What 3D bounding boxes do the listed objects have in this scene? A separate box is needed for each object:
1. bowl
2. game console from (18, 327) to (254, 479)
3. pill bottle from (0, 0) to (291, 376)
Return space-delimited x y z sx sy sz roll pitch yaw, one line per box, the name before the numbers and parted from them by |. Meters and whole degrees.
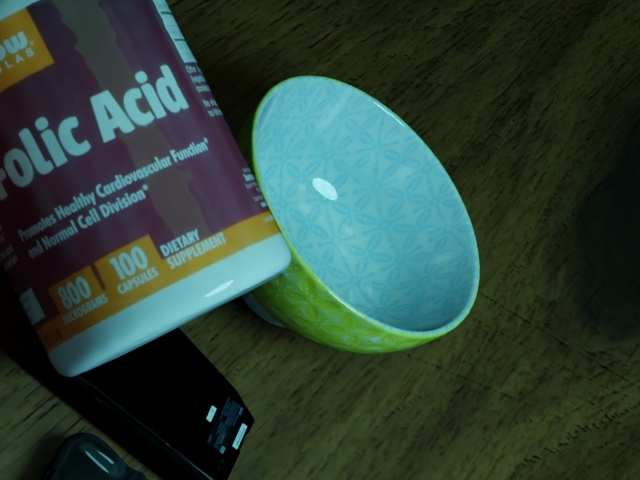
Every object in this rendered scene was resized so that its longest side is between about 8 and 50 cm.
bowl | 0.000 0.000 1.899 0.289 0.156 0.289 27 44 -29
game console | -0.190 0.191 1.654 0.213 0.044 0.361 40 39 -12
pill bottle | -0.204 -0.105 1.621 0.224 0.224 0.392 -25 88 -51
